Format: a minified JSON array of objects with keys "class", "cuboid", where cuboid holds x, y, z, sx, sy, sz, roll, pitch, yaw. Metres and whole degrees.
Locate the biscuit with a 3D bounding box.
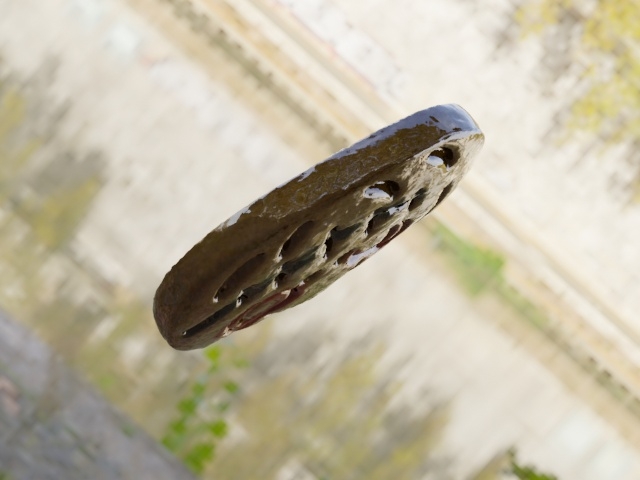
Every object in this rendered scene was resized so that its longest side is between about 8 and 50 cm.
[{"class":"biscuit","cuboid":[0.001,0.001,1.841,0.063,0.367,0.314,54,-20,15]}]
